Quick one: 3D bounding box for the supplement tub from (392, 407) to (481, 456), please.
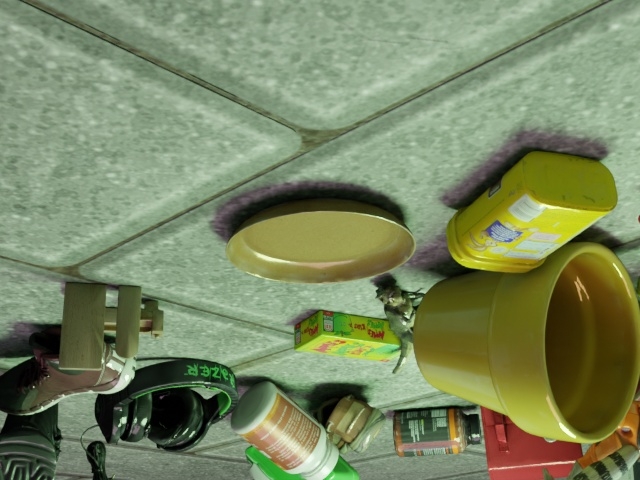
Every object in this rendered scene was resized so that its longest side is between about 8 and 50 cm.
[{"bbox_3d":[0.269,0.441,2.117,0.197,0.106,0.106,-6,157,10],"label":"supplement tub"}]

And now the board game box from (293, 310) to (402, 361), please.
[{"bbox_3d":[0.057,0.159,1.510,0.181,0.043,0.092,10,154,-27],"label":"board game box"}]

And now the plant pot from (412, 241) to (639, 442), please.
[{"bbox_3d":[0.266,0.131,1.239,0.254,0.254,0.239,20,165,-41],"label":"plant pot"}]

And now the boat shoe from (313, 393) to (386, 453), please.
[{"bbox_3d":[0.049,0.379,1.972,0.116,0.123,0.324,35,162,-1],"label":"boat shoe"}]

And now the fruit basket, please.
[{"bbox_3d":[-0.032,0.532,2.093,0.165,0.327,0.353,-45,158,-10],"label":"fruit basket"}]

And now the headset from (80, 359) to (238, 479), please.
[{"bbox_3d":[-0.328,0.359,1.772,0.394,0.185,0.243,-33,143,32],"label":"headset"}]

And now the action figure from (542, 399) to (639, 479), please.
[{"bbox_3d":[0.489,0.311,1.339,0.330,0.179,0.341,-16,120,9],"label":"action figure"}]

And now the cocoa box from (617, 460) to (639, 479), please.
[{"bbox_3d":[0.641,0.474,1.745,0.227,0.232,0.347,-4,156,15],"label":"cocoa box"}]

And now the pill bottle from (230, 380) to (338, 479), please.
[{"bbox_3d":[-0.068,0.390,1.848,0.121,0.121,0.216,-24,121,42],"label":"pill bottle"}]

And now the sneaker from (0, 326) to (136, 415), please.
[{"bbox_3d":[-0.461,0.201,1.521,0.281,0.106,0.162,-16,145,15],"label":"sneaker"}]

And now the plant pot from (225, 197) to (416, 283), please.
[{"bbox_3d":[0.000,0.000,1.144,0.236,0.032,0.236,-2,158,-1],"label":"plant pot"}]

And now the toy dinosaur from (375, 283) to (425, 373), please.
[{"bbox_3d":[0.153,0.135,1.408,0.118,0.064,0.268,3,145,15],"label":"toy dinosaur"}]

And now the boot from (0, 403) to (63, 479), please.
[{"bbox_3d":[-0.555,0.472,1.641,0.146,0.367,0.445,19,175,-18],"label":"boot"}]

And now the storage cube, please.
[{"bbox_3d":[0.439,0.399,1.933,0.193,0.184,0.215,-8,156,10],"label":"storage cube"}]

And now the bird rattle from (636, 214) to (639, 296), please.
[{"bbox_3d":[0.483,0.051,1.113,0.143,0.207,0.253,-24,163,5],"label":"bird rattle"}]

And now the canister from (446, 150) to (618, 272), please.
[{"bbox_3d":[0.237,-0.030,1.041,0.126,0.073,0.170,6,154,-19],"label":"canister"}]

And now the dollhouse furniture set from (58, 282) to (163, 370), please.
[{"bbox_3d":[-0.305,0.149,1.351,0.144,0.123,0.151,4,156,-14],"label":"dollhouse furniture set"}]

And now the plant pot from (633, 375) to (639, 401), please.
[{"bbox_3d":[0.495,0.233,1.515,0.201,0.201,0.180,-14,156,26],"label":"plant pot"}]
